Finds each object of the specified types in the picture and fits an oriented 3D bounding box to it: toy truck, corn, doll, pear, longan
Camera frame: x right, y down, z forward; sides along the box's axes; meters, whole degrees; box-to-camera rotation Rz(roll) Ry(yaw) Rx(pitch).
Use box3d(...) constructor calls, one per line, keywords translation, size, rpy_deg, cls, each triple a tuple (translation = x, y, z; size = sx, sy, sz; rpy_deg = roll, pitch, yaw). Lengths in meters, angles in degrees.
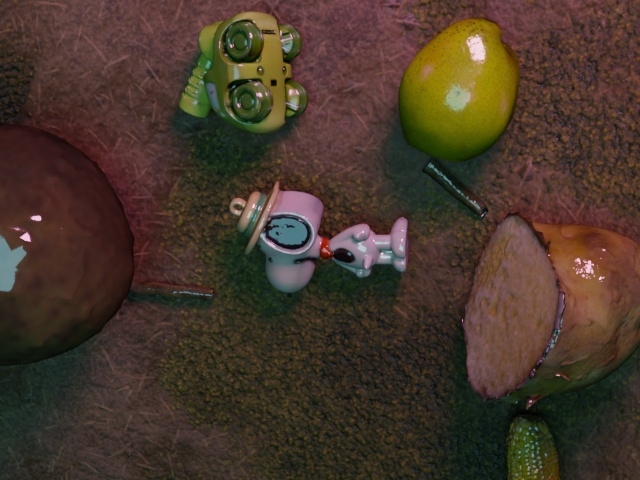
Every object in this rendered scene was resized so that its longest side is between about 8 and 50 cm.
box3d(translation=(-0.133, -0.277, 1.504), size=(0.211, 0.148, 0.187), rpy_deg=(20, 110, 31), cls="toy truck")
box3d(translation=(0.371, 0.436, 1.606), size=(0.101, 0.101, 0.291), rpy_deg=(-7, 104, 12), cls="corn")
box3d(translation=(0.005, -0.017, 1.551), size=(0.271, 0.144, 0.208), rpy_deg=(-14, 122, 16), cls="doll")
box3d(translation=(0.217, -0.230, 1.419), size=(0.188, 0.187, 0.219), rpy_deg=(24, 111, 3), cls="pear")
box3d(translation=(-0.491, 0.009, 1.516), size=(0.391, 0.391, 0.391), rpy_deg=(2, 104, 10), cls="longan")

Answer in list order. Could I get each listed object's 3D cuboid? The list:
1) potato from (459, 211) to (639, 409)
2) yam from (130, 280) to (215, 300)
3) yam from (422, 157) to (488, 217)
box3d(translation=(0.394, 0.120, 1.460), size=(0.237, 0.300, 0.288), rpy_deg=(14, 133, -20), cls="potato")
box3d(translation=(-0.303, 0.086, 1.679), size=(0.234, 0.029, 0.027), rpy_deg=(7, 78, 10), cls="yam")
box3d(translation=(0.226, -0.086, 1.538), size=(0.129, 0.027, 0.033), rpy_deg=(38, 108, -2), cls="yam")
